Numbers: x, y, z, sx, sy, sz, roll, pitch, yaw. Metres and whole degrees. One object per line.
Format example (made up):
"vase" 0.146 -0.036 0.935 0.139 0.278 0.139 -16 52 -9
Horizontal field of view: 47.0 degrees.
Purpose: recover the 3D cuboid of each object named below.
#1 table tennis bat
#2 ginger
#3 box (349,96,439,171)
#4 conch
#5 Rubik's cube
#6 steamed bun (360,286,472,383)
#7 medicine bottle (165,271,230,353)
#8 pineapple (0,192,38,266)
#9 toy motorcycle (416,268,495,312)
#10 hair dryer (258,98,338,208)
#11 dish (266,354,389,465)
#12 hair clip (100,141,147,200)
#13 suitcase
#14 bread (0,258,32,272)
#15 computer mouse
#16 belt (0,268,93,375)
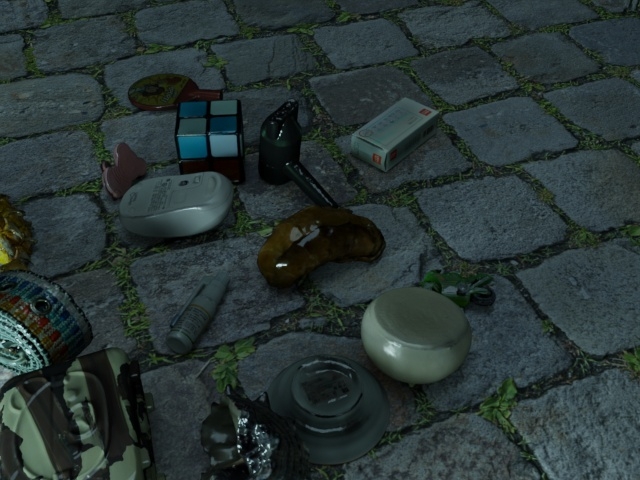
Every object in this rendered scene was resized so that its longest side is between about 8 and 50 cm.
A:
"table tennis bat" -0.462 -0.468 2.344 0.310 0.038 0.200 5 44 11
"ginger" 0.000 0.000 1.755 0.321 0.173 0.165 -16 8 -15
"box" 0.216 -0.312 2.143 0.135 0.079 0.269 30 51 29
"conch" -0.133 0.416 1.325 0.240 0.186 0.313 -23 62 8
"Rubik's cube" -0.300 -0.269 2.025 0.183 0.180 0.167 -6 43 -3
"steamed bun" 0.197 0.211 1.544 0.231 0.145 0.232 5 32 -3
"medicine bottle" -0.282 0.158 1.667 0.092 0.061 0.221 0 39 29
"pineapple" -0.826 -0.073 1.833 0.334 0.158 0.161 25 48 25
"toy motorcycle" 0.309 0.112 1.711 0.190 0.074 0.106 3 35 3
"hair dryer" -0.047 -0.199 1.928 0.116 0.244 0.302 -34 68 -24
"dish" 0.013 0.313 1.479 0.260 0.085 0.260 0 43 0
"hair clip" -0.537 -0.183 1.991 0.102 0.123 0.138 -30 39 10
"suitcase" -0.465 0.390 1.326 0.339 0.194 0.352 -16 44 -8
"bread" -0.711 0.097 1.719 0.083 0.077 0.070 35 42 31
"computer mouse" -0.358 -0.084 1.877 0.296 0.121 0.184 -12 45 7
"belt" -0.635 0.179 1.533 0.294 0.207 0.160 18 44 21
